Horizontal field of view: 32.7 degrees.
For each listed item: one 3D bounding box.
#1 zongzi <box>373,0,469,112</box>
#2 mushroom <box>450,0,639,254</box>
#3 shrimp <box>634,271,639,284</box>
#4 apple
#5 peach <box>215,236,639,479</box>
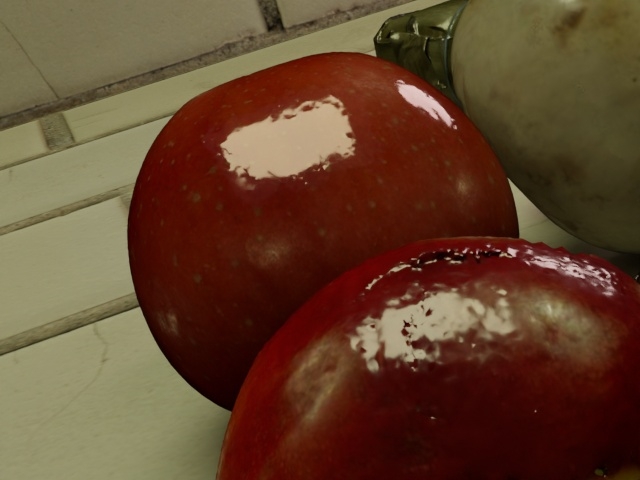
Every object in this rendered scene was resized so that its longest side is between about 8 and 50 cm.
[{"bbox_3d":[0.287,-0.248,1.371,0.323,0.159,0.360,-26,20,-24],"label":"zongzi"},{"bbox_3d":[0.241,-0.121,0.915,0.298,0.297,0.290,-23,-9,-21],"label":"mushroom"},{"bbox_3d":[0.314,0.027,0.640,0.233,0.071,0.365,26,58,38],"label":"shrimp"},{"bbox_3d":[0.000,0.000,0.739,0.260,0.216,0.260,-24,-17,-8],"label":"apple"},{"bbox_3d":[0.047,0.084,0.545,0.267,0.158,0.153,-17,62,8],"label":"peach"}]
